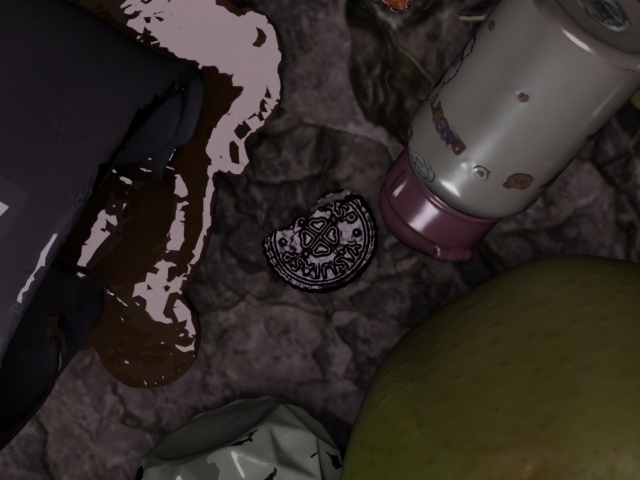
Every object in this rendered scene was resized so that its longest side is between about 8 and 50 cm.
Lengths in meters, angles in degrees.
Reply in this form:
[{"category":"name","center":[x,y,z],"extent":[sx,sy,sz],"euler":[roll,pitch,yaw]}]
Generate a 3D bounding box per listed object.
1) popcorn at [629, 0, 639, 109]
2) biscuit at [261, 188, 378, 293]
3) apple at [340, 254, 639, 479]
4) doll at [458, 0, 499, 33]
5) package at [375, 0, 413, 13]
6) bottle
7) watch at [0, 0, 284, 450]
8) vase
[{"category":"popcorn","center":[0.323,-0.161,0.767],"extent":[0.212,0.259,0.259],"euler":[5,98,-26]},{"category":"biscuit","center":[0.000,0.000,0.888],"extent":[0.089,0.027,0.087],"euler":[12,98,2]},{"category":"apple","center":[0.179,0.188,0.759],"extent":[0.357,0.357,0.357],"euler":[0,97,3]},{"category":"doll","center":[0.166,-0.245,0.810],"extent":[0.115,0.105,0.221],"euler":[33,107,33]},{"category":"package","center":[0.052,-0.234,0.856],"extent":[0.077,0.033,0.110],"euler":[16,113,-22]},{"category":"bottle","center":[0.125,-0.079,0.797],"extent":[0.110,0.110,0.233],"euler":[36,132,-2]},{"category":"watch","center":[-0.194,-0.046,0.742],"extent":[0.314,0.327,0.335],"euler":[30,97,-1]},{"category":"vase","center":[-0.014,0.304,0.869],"extent":[0.165,0.165,0.360],"euler":[-21,99,5]}]
